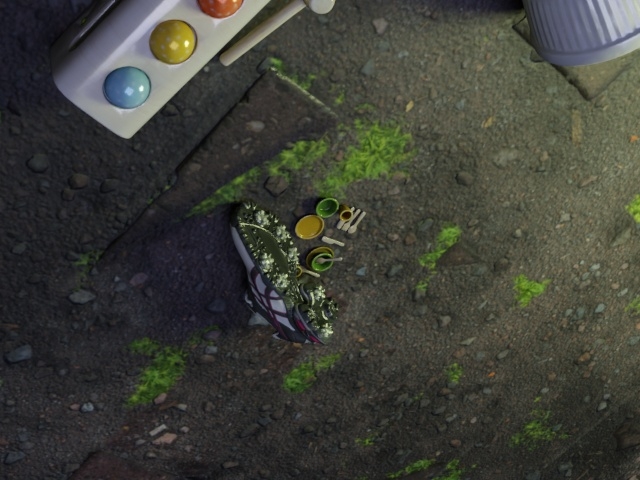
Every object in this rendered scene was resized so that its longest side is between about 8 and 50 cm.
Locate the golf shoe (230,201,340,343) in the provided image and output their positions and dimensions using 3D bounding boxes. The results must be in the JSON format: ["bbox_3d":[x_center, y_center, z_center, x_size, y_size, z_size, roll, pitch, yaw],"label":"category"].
[{"bbox_3d":[-0.082,0.064,1.451,0.120,0.105,0.273,-13,122,32],"label":"golf shoe"}]

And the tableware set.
[{"bbox_3d":[0.000,0.000,1.487,0.104,0.024,0.154,21,118,-34],"label":"tableware set"}]

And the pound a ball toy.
[{"bbox_3d":[-0.145,-0.256,1.141,0.319,0.136,0.208,-40,131,13],"label":"pound a ball toy"}]

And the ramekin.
[{"bbox_3d":[0.368,-0.339,1.241,0.207,0.207,0.109,-31,124,4],"label":"ramekin"}]
